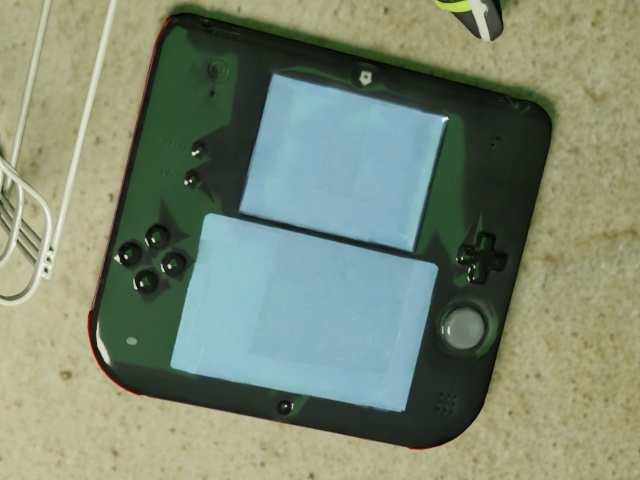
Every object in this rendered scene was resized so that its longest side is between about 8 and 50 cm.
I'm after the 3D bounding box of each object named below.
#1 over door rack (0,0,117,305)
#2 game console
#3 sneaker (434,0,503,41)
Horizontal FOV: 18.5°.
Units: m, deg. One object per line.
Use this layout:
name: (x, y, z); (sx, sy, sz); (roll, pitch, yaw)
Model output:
over door rack: (-0.236, -0.130, 1.610); (0.108, 0.239, 0.324); (23, 95, -24)
game console: (0.000, 0.000, 1.793); (0.387, 0.060, 0.342); (13, 98, -18)
sneaker: (0.072, -0.263, 1.762); (0.097, 0.084, 0.234); (-33, 108, 19)
